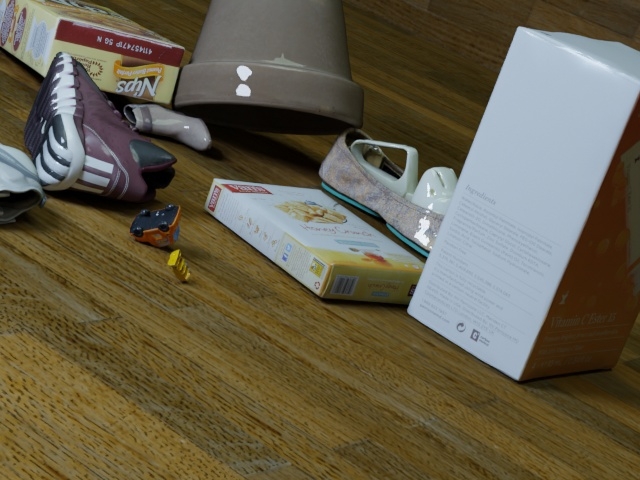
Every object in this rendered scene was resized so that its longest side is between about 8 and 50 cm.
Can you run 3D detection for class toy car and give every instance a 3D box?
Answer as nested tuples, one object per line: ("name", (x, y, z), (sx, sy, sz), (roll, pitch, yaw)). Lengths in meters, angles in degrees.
("toy car", (-0.165, 0.011, 1.665), (0.122, 0.060, 0.040), (-100, 164, -53))

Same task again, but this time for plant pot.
("plant pot", (-0.060, -0.274, 2.185), (0.263, 0.229, 0.263), (7, -4, 1))

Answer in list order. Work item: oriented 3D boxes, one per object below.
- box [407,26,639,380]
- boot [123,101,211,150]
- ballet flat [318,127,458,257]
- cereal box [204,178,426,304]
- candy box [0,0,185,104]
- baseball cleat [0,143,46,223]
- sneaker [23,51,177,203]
("box", (0.273, -0.039, 1.763), (0.168, 0.345, 0.215), (32, 20, 35))
("boot", (-0.204, -0.149, 2.103), (0.087, 0.042, 0.118), (3, 21, -33))
("ballet flat", (0.115, -0.060, 2.066), (0.316, 0.106, 0.108), (33, 20, 37))
("cereal box", (0.000, 0.000, 1.839), (0.173, 0.047, 0.240), (5, 22, -42))
("candy box", (-0.333, -0.276, 2.208), (0.183, 0.087, 0.316), (11, 12, -30))
("baseball cleat", (-0.370, -0.070, 1.588), (0.206, 0.072, 0.109), (6, 28, -30))
("sneaker", (-0.249, -0.113, 1.850), (0.163, 0.106, 0.281), (21, 25, -21))
